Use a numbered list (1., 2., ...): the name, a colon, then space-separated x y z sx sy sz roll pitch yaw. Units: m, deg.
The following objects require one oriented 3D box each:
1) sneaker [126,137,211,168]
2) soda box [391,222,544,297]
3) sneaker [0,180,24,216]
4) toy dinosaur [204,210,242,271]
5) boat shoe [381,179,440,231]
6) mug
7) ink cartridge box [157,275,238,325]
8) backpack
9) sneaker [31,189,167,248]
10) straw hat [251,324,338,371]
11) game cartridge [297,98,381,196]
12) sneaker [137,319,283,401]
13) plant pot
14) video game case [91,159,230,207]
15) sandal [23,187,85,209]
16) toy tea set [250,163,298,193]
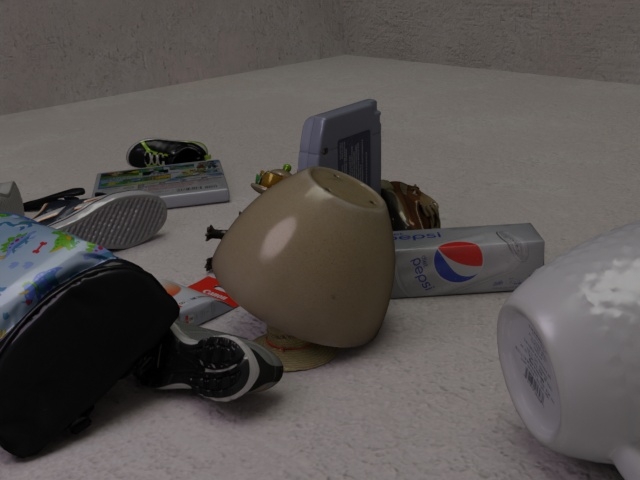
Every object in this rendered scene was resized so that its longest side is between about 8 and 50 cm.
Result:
1. sneaker: -0.422 -0.238 2.266 0.234 0.084 0.097 -6 22 -6
2. soda box: 0.233 0.034 1.407 0.286 0.091 0.098 -3 21 2
3. sneaker: -0.727 -0.035 1.738 0.150 0.135 0.366 -15 13 -9
4. toy dinosaur: -0.117 0.012 1.543 0.160 0.121 0.313 17 21 19
5. boat shoe: 0.178 -0.053 1.615 0.119 0.123 0.324 -2 21 -4
6. mug: 0.395 0.146 0.887 0.328 0.276 0.374 -13 52 -8
7. ink cartridge box: -0.217 0.092 1.404 0.145 0.045 0.179 15 30 40
8. backpack: -0.422 0.101 1.155 0.290 0.273 0.355 -44 24 -23
9. sneaker: -0.478 -0.037 1.675 0.321 0.126 0.127 -21 32 -36
10. straw hat: -0.046 0.137 1.223 0.144 0.061 0.144 -3 21 1
11. game cartridge: 0.038 -0.100 1.511 0.060 0.294 0.196 14 27 34
12. sneaker: -0.167 0.168 1.145 0.271 0.100 0.108 9 -3 41
13. plant pot: 0.000 0.000 1.243 0.284 0.191 0.284 21 22 -9
14. video game case: -0.404 -0.136 2.059 0.329 0.036 0.300 -8 21 -9
15. sandal: -0.648 -0.092 1.994 0.179 0.040 0.067 -14 12 15
16. toy tea set: -0.024 -0.125 1.737 0.200 0.124 0.336 24 -2 -40
